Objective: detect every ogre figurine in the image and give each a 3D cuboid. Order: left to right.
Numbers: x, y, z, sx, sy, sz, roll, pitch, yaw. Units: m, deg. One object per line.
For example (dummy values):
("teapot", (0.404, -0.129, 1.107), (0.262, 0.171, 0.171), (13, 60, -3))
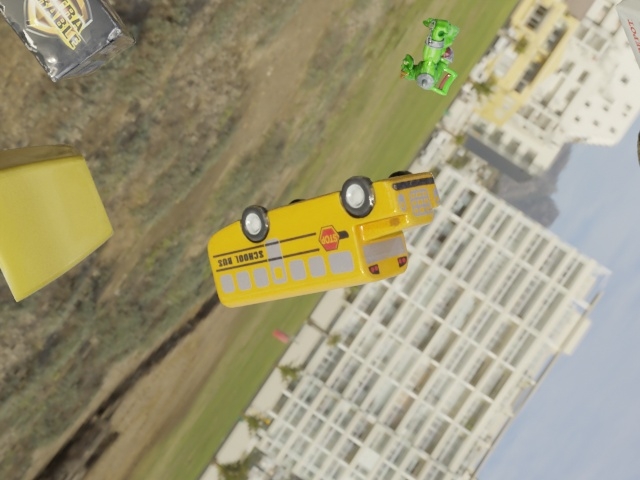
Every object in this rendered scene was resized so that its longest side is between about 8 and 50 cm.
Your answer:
("ogre figurine", (0.200, -0.324, 1.567), (0.197, 0.096, 0.118), (-127, -126, -73))

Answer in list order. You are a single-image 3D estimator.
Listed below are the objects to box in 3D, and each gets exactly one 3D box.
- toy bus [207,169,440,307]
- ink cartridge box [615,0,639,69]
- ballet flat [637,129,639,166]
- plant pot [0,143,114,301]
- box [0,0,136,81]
("toy bus", (0.000, 0.000, 1.171), (0.332, 0.130, 0.108), (-13, 179, 40))
("ink cartridge box", (0.610, -0.293, 1.375), (0.114, 0.197, 0.273), (-40, -144, -1))
("ballet flat", (0.503, -0.047, 1.210), (0.084, 0.250, 0.058), (-25, -178, -33))
("plant pot", (-0.465, -0.055, 1.484), (0.187, 0.212, 0.212), (-23, -158, -15))
("box", (-0.269, -0.271, 0.736), (0.073, 0.293, 0.295), (-37, -166, 0))
